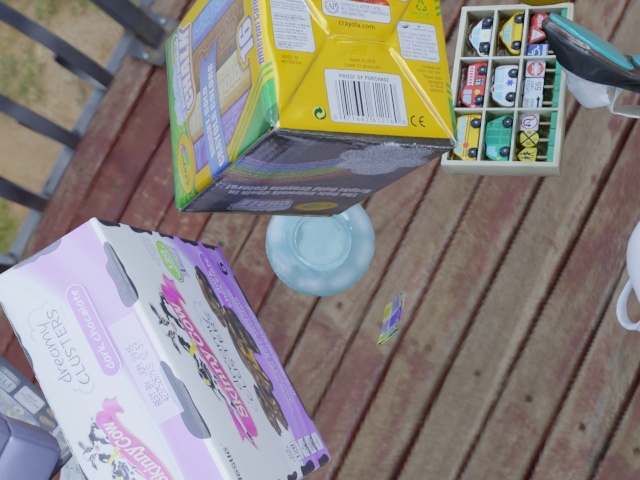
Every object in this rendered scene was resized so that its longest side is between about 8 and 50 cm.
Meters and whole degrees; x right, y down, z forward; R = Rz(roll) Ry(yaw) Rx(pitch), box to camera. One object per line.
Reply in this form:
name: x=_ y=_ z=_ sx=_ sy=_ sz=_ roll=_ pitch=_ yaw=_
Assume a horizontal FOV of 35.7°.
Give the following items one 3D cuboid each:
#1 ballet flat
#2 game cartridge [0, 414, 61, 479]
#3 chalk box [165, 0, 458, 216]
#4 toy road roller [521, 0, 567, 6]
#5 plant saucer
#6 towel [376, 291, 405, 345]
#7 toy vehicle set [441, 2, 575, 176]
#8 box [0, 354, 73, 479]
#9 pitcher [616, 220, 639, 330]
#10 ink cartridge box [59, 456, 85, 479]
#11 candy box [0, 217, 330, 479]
ballet flat: x=0.404 y=-0.219 z=1.355 sx=0.096 sy=0.280 sz=0.095 roll=-63 pitch=24 yaw=28
game cartridge: x=-0.320 y=0.242 z=0.563 sx=0.068 sy=0.230 sz=0.355 roll=15 pitch=79 yaw=63
chalk box: x=-0.024 y=-0.094 z=0.677 sx=0.213 sy=0.132 sz=0.132 roll=-27 pitch=65 yaw=59
toy road roller: x=0.294 y=-0.378 z=1.021 sx=0.329 sy=0.241 sz=0.203 roll=-2 pitch=58 yaw=15
plant saucer: x=0.000 y=0.000 z=1.746 sx=0.194 sy=0.037 sz=0.195 roll=0 pitch=83 yaw=-1
towel: x=0.115 y=0.128 z=1.628 sx=0.009 sy=0.060 sz=0.083 roll=28 pitch=48 yaw=-14
toy vehicle set: x=0.274 y=-0.220 z=1.442 sx=0.166 sy=0.035 sz=0.267 roll=2 pitch=69 yaw=21
box: x=-0.475 y=0.174 z=0.999 sx=0.395 sy=0.318 sz=0.097 roll=43 pitch=117 yaw=-1
pitcher: x=0.580 y=0.066 z=1.731 sx=0.177 sy=0.125 sz=0.207 roll=10 pitch=105 yaw=61
ink cartridge box: x=-0.317 y=0.425 z=1.524 sx=0.308 sy=0.091 sz=0.385 roll=-23 pitch=63 yaw=56
candy box: x=-0.080 y=0.082 z=0.574 sx=0.070 sy=0.196 sz=0.165 roll=-31 pitch=79 yaw=9
